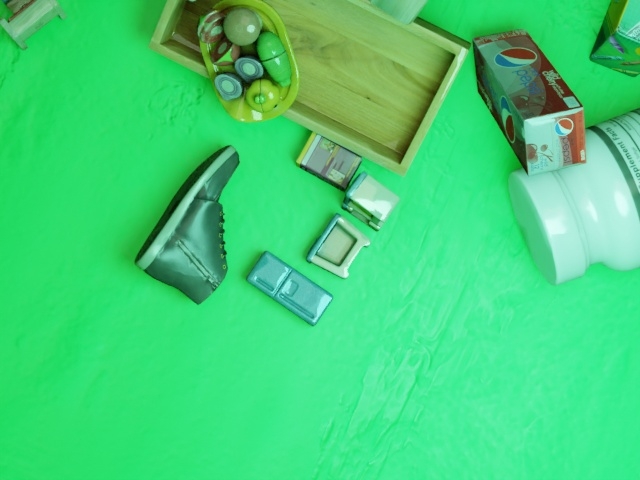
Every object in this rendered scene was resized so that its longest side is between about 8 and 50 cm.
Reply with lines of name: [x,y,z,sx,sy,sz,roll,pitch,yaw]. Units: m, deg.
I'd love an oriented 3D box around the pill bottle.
pill bottle: [0.460,-0.079,1.750,0.362,0.210,0.210,-21,86,-2]

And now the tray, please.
tray: [-0.016,-0.277,1.790,0.411,0.076,0.203,27,111,2]

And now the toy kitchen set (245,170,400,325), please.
toy kitchen set: [0.000,0.000,1.753,0.122,0.166,0.207,34,85,2]

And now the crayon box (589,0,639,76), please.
crayon box: [0.486,-0.387,1.799,0.081,0.165,0.278,22,85,1]

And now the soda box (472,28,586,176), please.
soda box: [0.284,-0.195,1.733,0.083,0.263,0.092,-13,124,-2]

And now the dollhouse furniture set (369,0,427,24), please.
dollhouse furniture set: [0.030,-0.515,1.668,0.394,0.362,0.256,31,59,-6]

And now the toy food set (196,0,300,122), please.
toy food set: [-0.111,-0.263,1.735,0.128,0.071,0.218,-16,104,15]

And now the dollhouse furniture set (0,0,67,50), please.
dollhouse furniture set: [-0.405,-0.391,1.799,0.183,0.129,0.129,-40,87,-4]

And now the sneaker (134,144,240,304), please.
sneaker: [-0.160,-0.023,1.808,0.118,0.083,0.222,38,78,-17]

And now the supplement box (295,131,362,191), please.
supplement box: [0.012,-0.114,1.826,0.083,0.043,0.055,30,85,2]
